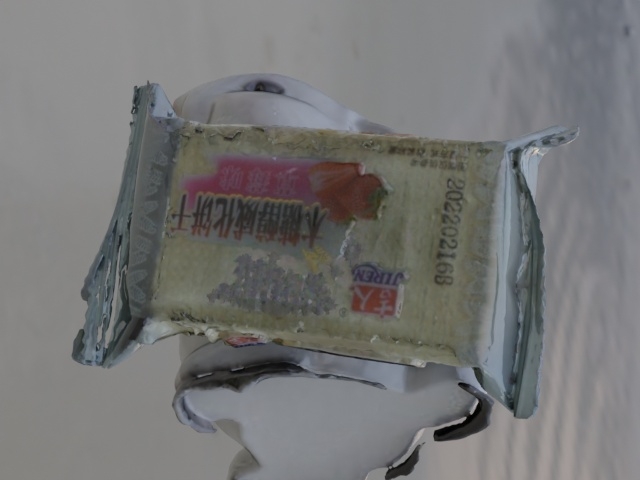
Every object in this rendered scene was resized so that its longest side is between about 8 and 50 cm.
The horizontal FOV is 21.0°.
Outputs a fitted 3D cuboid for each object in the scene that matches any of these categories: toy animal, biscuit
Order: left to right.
[{"bbox_3d":[-0.008,0.013,1.263,0.194,0.258,0.357,83,5,-46],"label":"toy animal"},{"bbox_3d":[-0.001,0.005,1.045,0.079,0.309,0.186,28,71,-67],"label":"biscuit"}]
